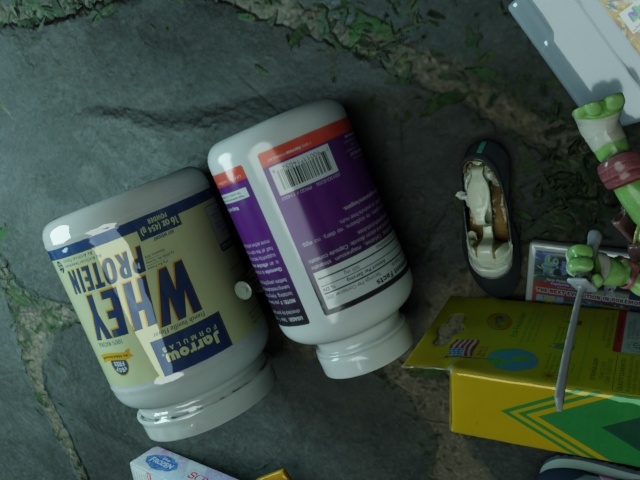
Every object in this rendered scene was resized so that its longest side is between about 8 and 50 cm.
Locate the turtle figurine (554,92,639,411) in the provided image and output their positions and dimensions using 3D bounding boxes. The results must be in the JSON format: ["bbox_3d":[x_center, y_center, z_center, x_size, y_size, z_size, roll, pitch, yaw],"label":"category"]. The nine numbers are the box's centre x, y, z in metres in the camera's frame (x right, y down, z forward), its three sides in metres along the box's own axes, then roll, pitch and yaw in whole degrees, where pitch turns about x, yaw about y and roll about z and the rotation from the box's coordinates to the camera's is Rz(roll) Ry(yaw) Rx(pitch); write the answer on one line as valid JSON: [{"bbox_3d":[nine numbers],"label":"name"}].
[{"bbox_3d":[0.331,-0.014,0.643,0.198,0.274,0.266,-17,90,51],"label":"turtle figurine"}]

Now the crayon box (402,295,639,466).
[{"bbox_3d":[0.271,0.143,0.773,0.318,0.202,0.081,5,110,26],"label":"crayon box"}]

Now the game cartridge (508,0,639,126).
[{"bbox_3d":[0.363,-0.249,0.697,0.297,0.062,0.198,-36,87,31],"label":"game cartridge"}]

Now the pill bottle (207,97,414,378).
[{"bbox_3d":[0.000,0.000,0.887,0.181,0.181,0.323,-18,100,30],"label":"pill bottle"}]

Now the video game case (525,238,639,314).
[{"bbox_3d":[0.347,0.097,0.849,0.201,0.023,0.183,8,112,24],"label":"video game case"}]

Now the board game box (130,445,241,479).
[{"bbox_3d":[-0.167,0.534,1.189,0.318,0.066,0.319,7,112,39],"label":"board game box"}]

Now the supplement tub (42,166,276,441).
[{"bbox_3d":[-0.212,0.084,0.987,0.235,0.235,0.325,-17,101,29],"label":"supplement tub"}]

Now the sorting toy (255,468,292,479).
[{"bbox_3d":[0.008,0.513,1.152,0.196,0.047,0.348,-16,101,25],"label":"sorting toy"}]

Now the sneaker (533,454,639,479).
[{"bbox_3d":[0.383,0.333,0.818,0.319,0.131,0.112,-15,103,44],"label":"sneaker"}]

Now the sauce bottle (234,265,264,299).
[{"bbox_3d":[-0.073,0.046,0.969,0.042,0.128,0.042,8,111,21],"label":"sauce bottle"}]

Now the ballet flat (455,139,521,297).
[{"bbox_3d":[0.198,-0.017,0.851,0.074,0.074,0.203,0,108,26],"label":"ballet flat"}]
